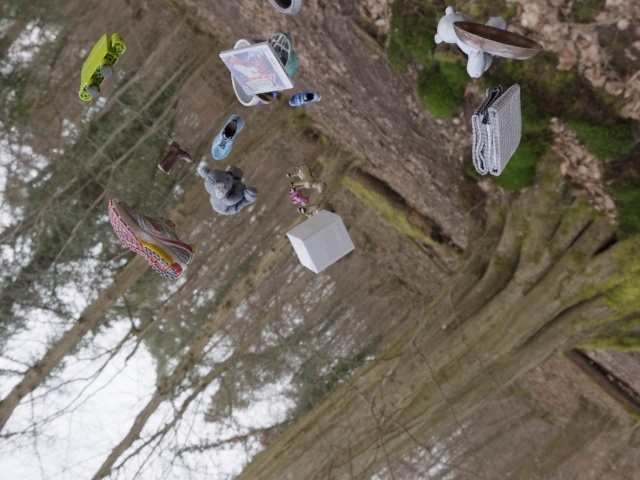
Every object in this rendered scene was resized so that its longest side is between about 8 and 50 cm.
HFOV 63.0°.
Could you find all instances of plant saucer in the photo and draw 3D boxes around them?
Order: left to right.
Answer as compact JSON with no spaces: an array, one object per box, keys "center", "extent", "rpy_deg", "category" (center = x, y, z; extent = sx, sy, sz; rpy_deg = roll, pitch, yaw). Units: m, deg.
[{"center":[0.591,-0.674,1.768],"extent":[0.310,0.050,0.311],"rpy_deg":[10,-148,-7],"category":"plant saucer"}]

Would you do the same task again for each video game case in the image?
[{"center":[-0.212,-0.575,1.760],"extent":[0.201,0.023,0.183],"rpy_deg":[1,148,31],"category":"video game case"}]

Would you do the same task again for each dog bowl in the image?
[{"center":[-0.274,-0.704,2.188],"extent":[0.104,0.265,0.265],"rpy_deg":[-13,-133,-30],"category":"dog bowl"}]

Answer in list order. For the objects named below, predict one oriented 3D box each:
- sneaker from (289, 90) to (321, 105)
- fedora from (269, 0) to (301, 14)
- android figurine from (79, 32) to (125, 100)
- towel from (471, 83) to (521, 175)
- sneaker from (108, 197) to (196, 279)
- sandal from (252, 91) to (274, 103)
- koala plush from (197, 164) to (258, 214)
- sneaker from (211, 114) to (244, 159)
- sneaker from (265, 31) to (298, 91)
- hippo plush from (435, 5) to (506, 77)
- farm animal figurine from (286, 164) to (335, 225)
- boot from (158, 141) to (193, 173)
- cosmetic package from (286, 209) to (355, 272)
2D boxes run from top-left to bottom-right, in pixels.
[{"center":[-0.071,-0.601,2.198],"extent":[0.059,0.144,0.053],"rpy_deg":[-40,-62,-65],"category":"sneaker"},{"center":[-0.103,-0.885,1.726],"extent":[0.275,0.124,0.244],"rpy_deg":[48,156,37],"category":"fedora"},{"center":[-0.745,-0.595,1.771],"extent":[0.056,0.248,0.273],"rpy_deg":[29,-157,-38],"category":"android figurine"},{"center":[0.667,-0.426,2.000],"extent":[0.121,0.235,0.284],"rpy_deg":[14,138,37],"category":"towel"},{"center":[-0.368,-0.014,1.135],"extent":[0.225,0.088,0.093],"rpy_deg":[41,-125,3],"category":"sneaker"},{"center":[-0.243,-0.571,1.966],"extent":[0.180,0.072,0.049],"rpy_deg":[46,166,15],"category":"sandal"},{"center":[-0.416,-0.224,2.216],"extent":[0.196,0.203,0.221],"rpy_deg":[50,-176,24],"category":"koala plush"},{"center":[-0.310,-0.335,1.695],"extent":[0.063,0.162,0.073],"rpy_deg":[29,-163,-6],"category":"sneaker"},{"center":[-0.134,-0.650,1.860],"extent":[0.107,0.110,0.275],"rpy_deg":[43,163,5],"category":"sneaker"},{"center":[0.588,-0.816,2.143],"extent":[0.236,0.234,0.294],"rpy_deg":[29,-141,22],"category":"hippo plush"},{"center":[-0.015,-0.150,2.278],"extent":[0.327,0.172,0.331],"rpy_deg":[-126,21,-63],"category":"farm animal figurine"},{"center":[-0.497,-0.264,1.791],"extent":[0.037,0.114,0.106],"rpy_deg":[-1,149,37],"category":"boot"},{"center":[0.000,0.000,1.994],"extent":[0.151,0.183,0.151],"rpy_deg":[27,146,61],"category":"cosmetic package"}]
